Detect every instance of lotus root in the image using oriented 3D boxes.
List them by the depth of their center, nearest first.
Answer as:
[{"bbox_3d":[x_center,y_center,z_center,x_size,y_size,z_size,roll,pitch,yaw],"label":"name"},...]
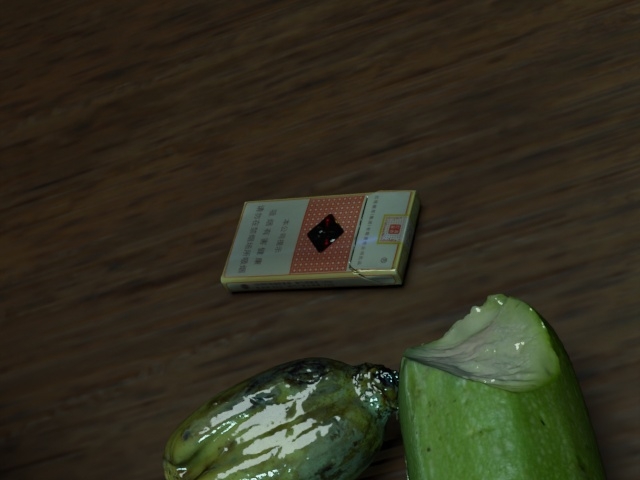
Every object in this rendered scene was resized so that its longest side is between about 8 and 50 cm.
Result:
[{"bbox_3d":[-0.012,0.075,0.552,0.099,0.049,0.054,-27,67,3],"label":"lotus root"}]

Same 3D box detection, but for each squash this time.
[{"bbox_3d":[0.066,0.113,0.469,0.069,0.069,0.239,-17,48,13],"label":"squash"}]

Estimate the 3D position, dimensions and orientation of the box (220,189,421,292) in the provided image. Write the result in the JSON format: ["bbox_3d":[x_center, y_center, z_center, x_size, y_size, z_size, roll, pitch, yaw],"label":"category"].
[{"bbox_3d":[0.000,0.000,0.633,0.083,0.012,0.046,-4,51,26],"label":"box"}]
